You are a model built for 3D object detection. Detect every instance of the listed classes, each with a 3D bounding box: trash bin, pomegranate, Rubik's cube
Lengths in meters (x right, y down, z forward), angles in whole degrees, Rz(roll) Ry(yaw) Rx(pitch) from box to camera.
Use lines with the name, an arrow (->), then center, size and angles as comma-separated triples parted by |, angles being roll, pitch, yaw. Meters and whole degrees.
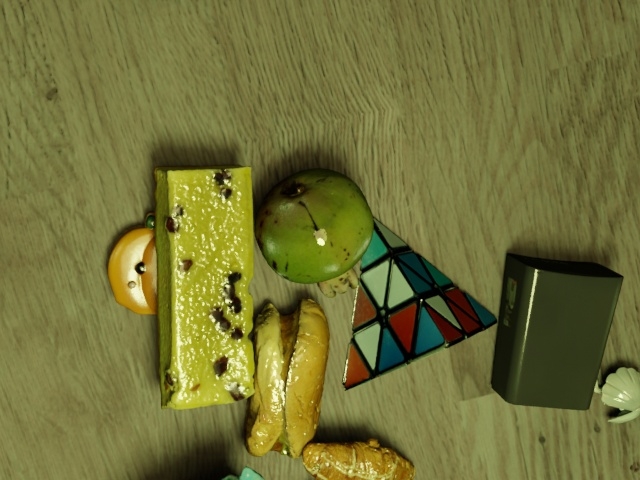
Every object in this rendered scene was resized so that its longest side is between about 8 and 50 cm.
trash bin -> 0.372, 0.147, 1.794 | 0.165, 0.115, 0.225 | 6, 101, -13
pomegranate -> 0.007, -0.013, 1.674 | 0.210, 0.179, 0.179 | 28, 93, -43
Rubik's cube -> 0.185, 0.137, 1.690 | 0.250, 0.234, 0.284 | 12, 96, -13

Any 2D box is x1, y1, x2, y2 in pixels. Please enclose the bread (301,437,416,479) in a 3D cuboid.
bread -> 0.072, 0.365, 1.746 | 0.233, 0.076, 0.105 | 18, 129, -38

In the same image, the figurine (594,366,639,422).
figurine -> 0.504, 0.254, 1.858 | 0.094, 0.082, 0.086 | -30, 86, -16

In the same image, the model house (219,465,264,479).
model house -> -0.133, 0.470, 1.671 | 0.226, 0.261, 0.241 | 28, 76, 11

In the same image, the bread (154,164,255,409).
bread -> -0.168, 0.070, 1.646 | 0.138, 0.077, 0.361 | -3, 95, -25

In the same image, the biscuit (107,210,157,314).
biscuit -> -0.236, 0.037, 1.686 | 0.170, 0.050, 0.170 | -2, 99, -12

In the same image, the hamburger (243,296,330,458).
hamburger -> -0.047, 0.221, 1.712 | 0.124, 0.131, 0.262 | 3, 102, -8
